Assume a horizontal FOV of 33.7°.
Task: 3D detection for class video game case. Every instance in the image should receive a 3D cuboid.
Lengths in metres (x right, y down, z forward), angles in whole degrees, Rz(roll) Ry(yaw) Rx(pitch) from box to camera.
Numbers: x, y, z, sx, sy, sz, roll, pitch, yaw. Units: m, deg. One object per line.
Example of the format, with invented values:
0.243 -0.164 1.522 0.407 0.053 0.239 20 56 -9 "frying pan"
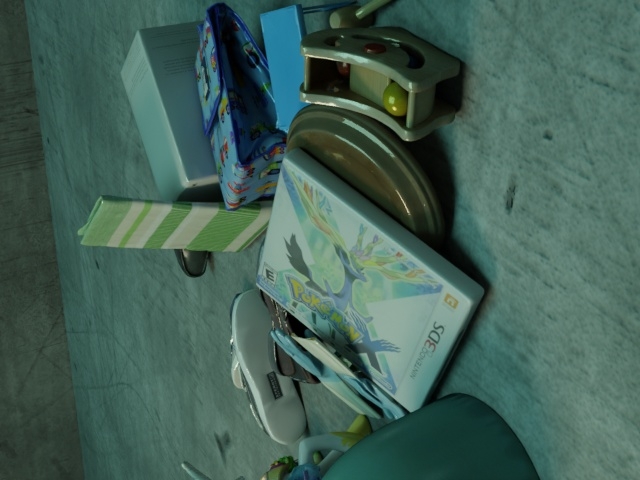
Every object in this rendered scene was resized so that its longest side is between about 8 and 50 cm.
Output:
0.054 0.066 1.497 0.329 0.036 0.300 39 143 18 "video game case"

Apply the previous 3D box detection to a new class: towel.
-0.255 -0.032 1.902 0.248 0.325 0.038 143 126 -62 "towel"

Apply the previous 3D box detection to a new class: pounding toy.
0.060 -0.245 1.340 0.269 0.154 0.155 43 139 48 "pounding toy"

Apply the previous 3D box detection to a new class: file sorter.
-0.005 -0.254 1.524 0.118 0.104 0.170 9 111 61 "file sorter"

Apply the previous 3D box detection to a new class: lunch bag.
-0.130 -0.229 1.707 0.221 0.138 0.293 119 131 -70 "lunch bag"

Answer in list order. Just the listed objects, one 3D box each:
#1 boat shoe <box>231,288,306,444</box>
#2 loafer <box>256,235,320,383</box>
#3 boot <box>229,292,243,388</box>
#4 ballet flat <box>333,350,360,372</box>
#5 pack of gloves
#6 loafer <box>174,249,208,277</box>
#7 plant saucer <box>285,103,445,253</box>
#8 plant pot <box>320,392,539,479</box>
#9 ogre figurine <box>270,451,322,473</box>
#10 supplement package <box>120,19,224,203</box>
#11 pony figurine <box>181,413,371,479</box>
-0.110 0.237 2.003 0.102 0.108 0.301 1 110 62 "boat shoe"
-0.037 0.118 1.813 0.095 0.109 0.302 24 132 36 "loafer"
-0.150 0.199 2.112 0.086 0.069 0.190 -125 40 -50 "boot"
0.067 0.176 1.678 0.052 0.057 0.168 45 154 1 "ballet flat"
0.037 0.200 1.652 0.232 0.046 0.195 42 161 -21 "pack of gloves"
-0.269 -0.024 2.212 0.078 0.076 0.223 -142 48 -63 "loafer"
0.051 -0.065 1.457 0.278 0.041 0.278 34 149 24 "plant saucer"
0.130 0.381 1.429 0.293 0.235 0.293 39 136 51 "plant pot"
-0.031 0.435 1.917 0.197 0.118 0.097 28 127 56 "ogre figurine"
-0.224 -0.222 1.902 0.175 0.177 0.293 -42 65 62 "supplement package"
-0.032 0.471 1.652 0.303 0.363 0.351 -28 78 63 "pony figurine"
